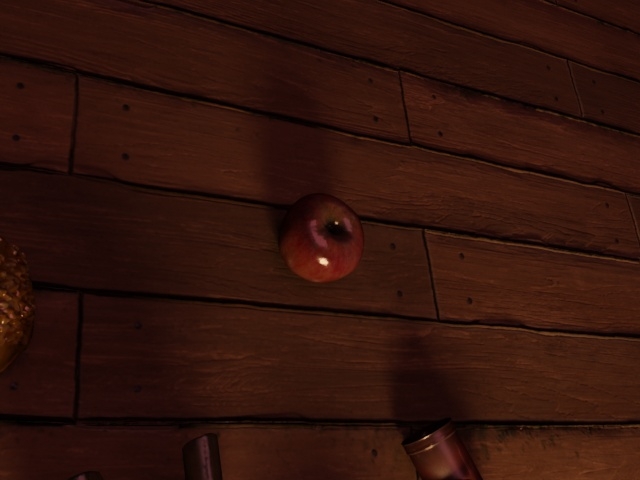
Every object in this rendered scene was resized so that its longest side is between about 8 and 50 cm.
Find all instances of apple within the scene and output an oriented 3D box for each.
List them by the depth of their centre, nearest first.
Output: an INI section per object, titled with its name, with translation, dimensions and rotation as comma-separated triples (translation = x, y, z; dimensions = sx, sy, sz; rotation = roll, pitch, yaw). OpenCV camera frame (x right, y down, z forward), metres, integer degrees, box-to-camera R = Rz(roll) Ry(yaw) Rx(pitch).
[apple]
translation = 0.000, 0.000, 1.260
dimensions = 0.153, 0.120, 0.153
rotation = 18, 57, -30

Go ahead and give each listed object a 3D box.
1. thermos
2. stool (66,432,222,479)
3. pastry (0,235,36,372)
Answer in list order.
[thermos]
translation = 0.229, 0.414, 1.214
dimensions = 0.232, 0.099, 0.124
rotation = 61, 15, 6
[stool]
translation = -0.197, 0.374, 0.885
dimensions = 0.272, 0.272, 0.178
rotation = -10, 57, -34
[pastry]
translation = -0.498, 0.078, 0.894
dimensions = 0.311, 0.162, 0.255
rotation = -30, 86, -36
